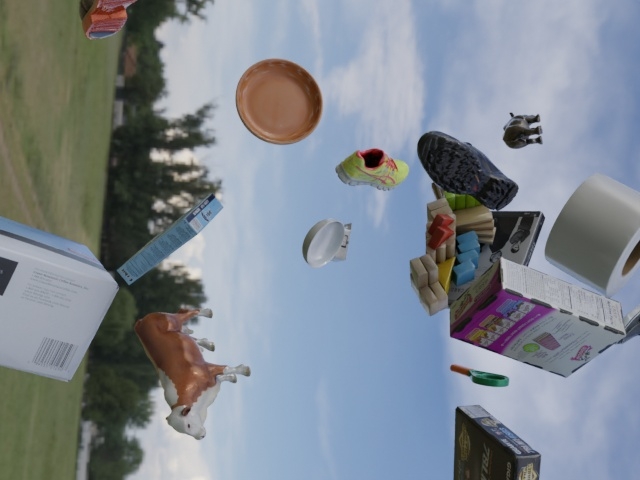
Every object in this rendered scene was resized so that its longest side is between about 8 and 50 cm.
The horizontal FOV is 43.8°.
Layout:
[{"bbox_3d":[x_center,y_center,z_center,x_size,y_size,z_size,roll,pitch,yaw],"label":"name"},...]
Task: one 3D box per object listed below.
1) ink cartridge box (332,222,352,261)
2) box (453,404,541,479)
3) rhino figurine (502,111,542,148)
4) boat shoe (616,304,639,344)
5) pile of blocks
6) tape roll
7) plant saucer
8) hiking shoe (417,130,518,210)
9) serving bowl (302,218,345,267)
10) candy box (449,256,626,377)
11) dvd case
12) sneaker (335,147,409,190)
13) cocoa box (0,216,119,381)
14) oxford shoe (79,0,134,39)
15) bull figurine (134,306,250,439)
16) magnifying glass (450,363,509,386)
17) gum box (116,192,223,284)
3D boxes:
[{"bbox_3d":[0.038,0.001,1.705,0.048,0.028,0.083,-14,-117,61],"label":"ink cartridge box"},{"bbox_3d":[0.392,0.566,1.820,0.293,0.073,0.296,-142,-128,-73],"label":"box"},{"bbox_3d":[0.568,-0.319,2.246,0.243,0.106,0.073,-60,138,-62],"label":"rhino figurine"},{"bbox_3d":[0.738,0.187,1.788,0.083,0.183,0.065,43,-19,32],"label":"boat shoe"},{"bbox_3d":[0.270,-0.026,1.582,0.113,0.148,0.362,78,24,-52],"label":"pile of blocks"},{"bbox_3d":[0.661,-0.013,1.849,0.169,0.246,0.246,34,-53,30],"label":"tape roll"},{"bbox_3d":[-0.094,-0.307,1.781,0.037,0.199,0.200,150,-57,-72],"label":"plant saucer"},{"bbox_3d":[0.237,-0.130,1.382,0.086,0.226,0.114,-52,-145,14],"label":"hiking shoe"},{"bbox_3d":[0.000,0.000,1.229,0.027,0.083,0.083,35,-52,31],"label":"serving bowl"},{"bbox_3d":[0.351,0.130,1.304,0.159,0.233,0.071,126,-20,-47],"label":"candy box"},{"bbox_3d":[0.338,0.039,1.621,0.179,0.029,0.239,3,-125,40],"label":"dvd case"},{"bbox_3d":[0.141,-0.176,1.892,0.094,0.208,0.082,-50,-124,41],"label":"sneaker"},{"bbox_3d":[-0.626,0.092,1.564,0.228,0.347,0.232,34,-82,51],"label":"cocoa box"},{"bbox_3d":[-0.501,-0.618,1.892,0.363,0.130,0.133,-26,-97,50],"label":"oxford shoe"},{"bbox_3d":[-0.266,0.258,1.629,0.310,0.188,0.101,54,-46,34],"label":"bull figurine"},{"bbox_3d":[0.414,0.357,2.110,0.231,0.092,0.026,-172,-95,-69],"label":"magnifying glass"},{"bbox_3d":[-0.287,-0.004,1.535,0.184,0.041,0.157,-34,-169,21],"label":"gum box"}]
